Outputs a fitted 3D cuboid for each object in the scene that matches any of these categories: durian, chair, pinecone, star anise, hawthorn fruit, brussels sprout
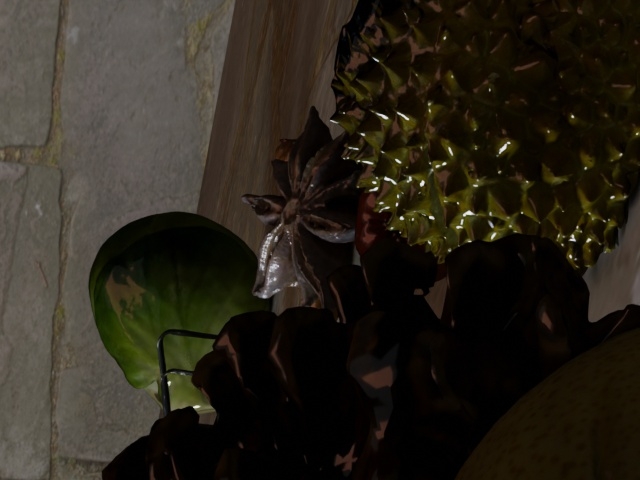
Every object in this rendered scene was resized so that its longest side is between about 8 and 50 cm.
[{"bbox_3d":[0.081,-0.100,0.875,0.193,0.138,0.237,122,154,-71],"label":"durian"},{"bbox_3d":[-0.115,0.227,1.871,0.140,0.145,0.221,-111,28,-74],"label":"chair"},{"bbox_3d":[0.046,0.111,0.688,0.257,0.243,0.243,-49,18,13],"label":"pinecone"},{"bbox_3d":[-0.003,-0.016,1.524,0.195,0.065,0.182,-51,40,29],"label":"star anise"},{"bbox_3d":[0.066,-0.011,1.138,0.093,0.081,0.081,-3,-78,-69],"label":"hawthorn fruit"},{"bbox_3d":[-0.165,0.092,2.112,0.210,0.220,0.271,74,179,-68],"label":"brussels sprout"}]

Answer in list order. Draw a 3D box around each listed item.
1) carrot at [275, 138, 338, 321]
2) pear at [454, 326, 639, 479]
[{"bbox_3d":[0.000,0.000,1.606,0.072,0.072,0.205,112,155,-59],"label":"carrot"},{"bbox_3d":[0.109,0.098,0.441,0.136,0.167,0.167,-48,-25,-57],"label":"pear"}]
